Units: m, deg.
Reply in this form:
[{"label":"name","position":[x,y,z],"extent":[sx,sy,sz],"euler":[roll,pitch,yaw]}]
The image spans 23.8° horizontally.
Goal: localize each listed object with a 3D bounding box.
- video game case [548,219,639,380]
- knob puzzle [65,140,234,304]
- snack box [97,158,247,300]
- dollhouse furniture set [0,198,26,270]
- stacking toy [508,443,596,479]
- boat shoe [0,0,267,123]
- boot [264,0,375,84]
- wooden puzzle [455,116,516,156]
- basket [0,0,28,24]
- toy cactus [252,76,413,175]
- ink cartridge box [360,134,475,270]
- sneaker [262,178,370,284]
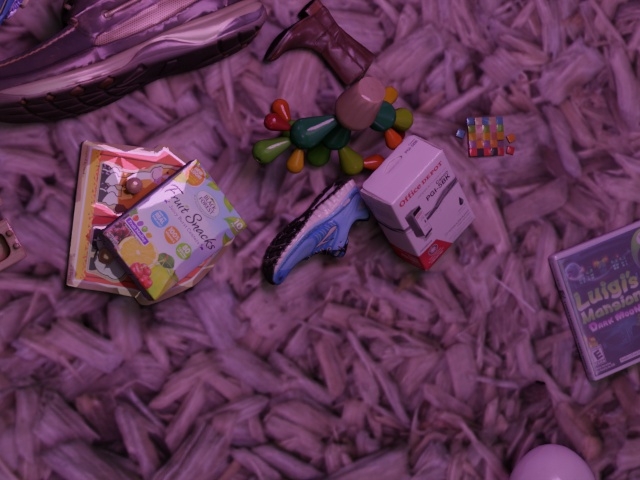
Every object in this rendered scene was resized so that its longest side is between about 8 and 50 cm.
[{"label":"video game case","position":[0.406,0.070,1.979],"extent":[0.190,0.022,0.173],"euler":[-20,95,-18]},{"label":"knob puzzle","position":[-0.191,-0.019,1.775],"extent":[0.213,0.030,0.213],"euler":[1,88,-19]},{"label":"snack box","position":[-0.170,-0.012,1.745],"extent":[0.141,0.037,0.100],"euler":[-39,102,-16]},{"label":"dollhouse furniture set","position":[-0.412,-0.016,1.650],"extent":[0.144,0.123,0.151],"euler":[-29,98,-17]},{"label":"stacking toy","position":[0.273,0.483,1.821],"extent":[0.351,0.350,0.480],"euler":[8,67,-18]},{"label":"boat shoe","position":[-0.238,-0.236,1.729],"extent":[0.355,0.132,0.130],"euler":[-22,84,-25]},{"label":"boot","position":[0.002,-0.221,1.846],"extent":[0.114,0.037,0.106],"euler":[46,78,-17]},{"label":"wooden puzzle","position":[0.210,-0.132,1.927],"extent":[0.083,0.006,0.049],"euler":[-4,89,-19]},{"label":"basket","position":[-0.415,-0.265,1.540],"extent":[0.201,0.289,0.255],"euler":[39,114,5]},{"label":"toy cactus","position":[0.028,-0.145,1.784],"extent":[0.219,0.180,0.112],"euler":[-3,69,-24]},{"label":"ink cartridge box","position":[0.119,-0.045,1.833],"extent":[0.099,0.056,0.135],"euler":[-47,137,-14]},{"label":"sneaker","position":[0.000,0.000,1.823],"extent":[0.162,0.063,0.073],"euler":[-44,105,-15]}]
